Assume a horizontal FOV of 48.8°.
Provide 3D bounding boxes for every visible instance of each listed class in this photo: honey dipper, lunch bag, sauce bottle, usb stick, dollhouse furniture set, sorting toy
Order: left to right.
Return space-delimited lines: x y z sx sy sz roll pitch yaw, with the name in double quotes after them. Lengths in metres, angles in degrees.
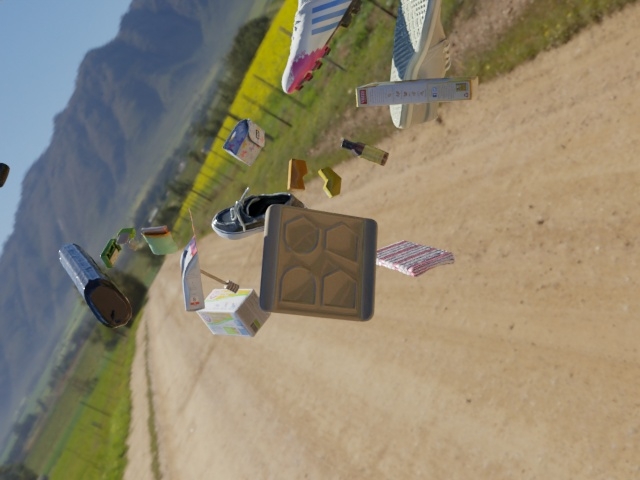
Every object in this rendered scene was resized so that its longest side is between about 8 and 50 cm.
-0.324 0.058 0.998 0.045 0.077 0.278 -41 25 -14 "usb stick"
-0.386 0.017 1.498 0.058 0.151 0.076 -80 -19 -47 "dollhouse furniture set"
-0.308 0.107 2.039 0.030 0.160 0.030 -44 29 32 "honey dipper"
-0.157 -0.212 1.509 0.083 0.053 0.071 -60 -28 -2 "lunch bag"
0.000 0.000 1.397 0.041 0.229 0.307 146 129 -69 "sorting toy"
0.118 -0.238 1.888 0.042 0.128 0.042 23 -90 -81 "sauce bottle"

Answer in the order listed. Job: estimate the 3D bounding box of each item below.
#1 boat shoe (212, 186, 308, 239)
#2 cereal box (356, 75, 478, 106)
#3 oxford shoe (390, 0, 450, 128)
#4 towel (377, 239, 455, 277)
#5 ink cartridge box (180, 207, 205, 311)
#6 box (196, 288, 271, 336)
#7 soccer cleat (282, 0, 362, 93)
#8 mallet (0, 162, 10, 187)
-0.180 -0.074 1.865 0.306 0.105 0.113 0 57 36 "boat shoe"
0.211 -0.321 1.513 0.173 0.240 0.047 -44 -48 -68 "cereal box"
0.256 -0.462 1.727 0.449 0.130 0.169 91 169 -52 "oxford shoe"
0.217 0.046 1.750 0.197 0.144 0.029 17 118 52 "towel"
-0.263 0.036 1.402 0.145 0.045 0.179 -136 37 -73 "ink cartridge box"
-0.276 0.226 2.224 0.203 0.114 0.103 -5 37 44 "box"
-0.027 -0.547 1.862 0.331 0.143 0.116 -55 2 0 "soccer cleat"
-0.876 -0.209 1.781 0.039 0.189 0.062 -28 36 36 "mallet"
